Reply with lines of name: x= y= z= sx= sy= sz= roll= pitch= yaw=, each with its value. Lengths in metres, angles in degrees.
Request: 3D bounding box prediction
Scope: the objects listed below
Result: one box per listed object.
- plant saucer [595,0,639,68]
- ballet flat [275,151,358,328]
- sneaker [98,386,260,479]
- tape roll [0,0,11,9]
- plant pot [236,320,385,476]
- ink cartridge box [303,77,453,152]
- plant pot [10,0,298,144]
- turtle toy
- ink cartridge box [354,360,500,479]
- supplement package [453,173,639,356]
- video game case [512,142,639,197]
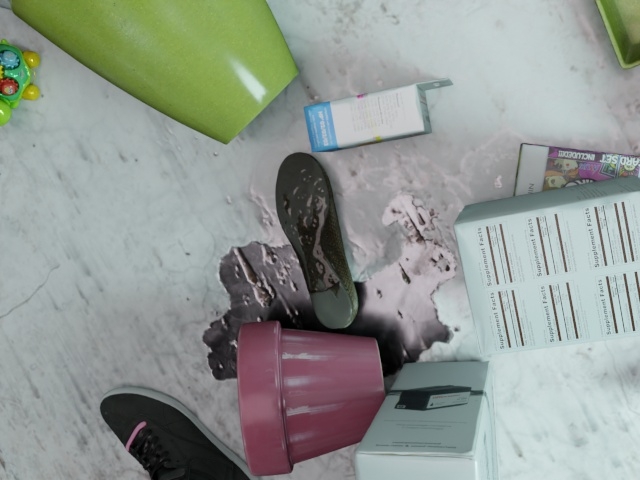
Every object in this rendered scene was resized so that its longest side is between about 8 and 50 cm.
plant saucer: x=0.412 y=-0.323 z=0.837 sx=0.188 sy=0.045 sz=0.188 roll=-21 pitch=92 yaw=16
ballet flat: x=0.000 y=0.000 z=0.987 sx=0.084 sy=0.058 sz=0.249 roll=-18 pitch=87 yaw=21
sneaker: x=-0.227 y=0.325 z=1.036 sx=0.296 sy=0.147 sz=0.104 roll=34 pitch=106 yaw=9
tape roll: x=-0.435 y=-0.437 z=0.937 sx=0.169 sy=0.246 sz=0.246 roll=16 pitch=101 yaw=13
plant pot: x=-0.009 y=0.202 z=0.951 sx=0.180 sy=0.201 sz=0.201 roll=-6 pitch=96 yaw=0
ink cartridge box: x=0.082 y=-0.158 z=0.913 sx=0.181 sy=0.104 sz=0.061 roll=-9 pitch=95 yaw=16
plant pot: x=-0.176 y=-0.274 z=0.905 sx=0.275 sy=0.275 sz=0.293 roll=-42 pitch=102 yaw=16
turtle toy: x=-0.477 y=-0.236 z=1.066 sx=0.095 sy=0.066 sz=0.130 roll=7 pitch=99 yaw=14
ink cartridge box: x=0.141 y=0.295 z=0.854 sx=0.129 sy=0.307 sz=0.223 roll=-3 pitch=97 yaw=17
supplement package: x=0.269 y=0.022 z=0.797 sx=0.203 sy=0.194 sz=0.149 roll=-10 pitch=96 yaw=17
video game case: x=0.354 y=-0.006 z=0.896 sx=0.232 sy=0.042 sz=0.210 roll=9 pitch=101 yaw=13
